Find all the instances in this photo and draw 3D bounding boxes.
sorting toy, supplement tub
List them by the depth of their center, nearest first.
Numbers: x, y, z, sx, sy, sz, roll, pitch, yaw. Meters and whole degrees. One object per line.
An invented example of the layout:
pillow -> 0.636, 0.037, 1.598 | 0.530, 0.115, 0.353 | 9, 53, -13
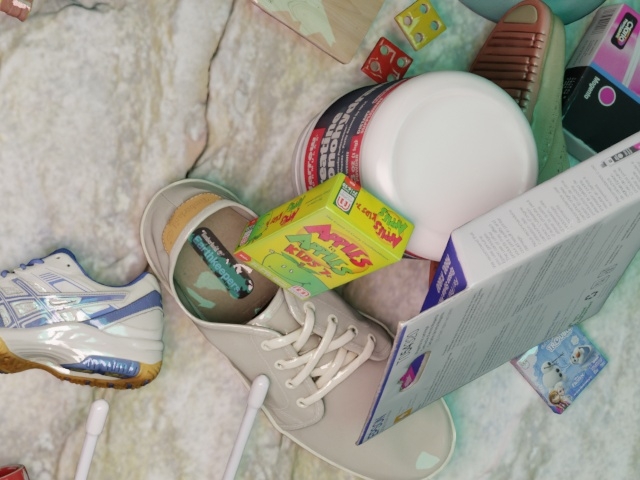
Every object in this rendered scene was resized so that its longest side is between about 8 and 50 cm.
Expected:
supplement tub -> 0.090, -0.075, 1.513 | 0.191, 0.272, 0.191 | 0, 91, -20
sorting toy -> 0.009, -0.280, 1.599 | 0.275, 0.046, 0.132 | 32, 80, -18

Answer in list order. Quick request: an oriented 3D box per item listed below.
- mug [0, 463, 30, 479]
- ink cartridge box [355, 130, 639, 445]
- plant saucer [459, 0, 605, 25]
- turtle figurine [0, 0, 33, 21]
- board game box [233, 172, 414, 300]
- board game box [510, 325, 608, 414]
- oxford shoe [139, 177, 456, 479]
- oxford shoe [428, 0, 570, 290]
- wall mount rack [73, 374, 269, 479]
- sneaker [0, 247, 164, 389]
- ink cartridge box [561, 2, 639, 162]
mug -> -0.340, 0.327, 1.452 | 0.150, 0.113, 0.169 | -16, 93, -21
ink cartridge box -> 0.176, 0.052, 1.421 | 0.330, 0.324, 0.071 | -25, 68, -18
plant saucer -> 0.256, -0.410, 1.690 | 0.318, 0.044, 0.317 | 0, 91, -21
turtle figurine -> -0.385, -0.313, 1.430 | 0.217, 0.087, 0.269 | 13, 87, -20
board game box -> 0.000, 0.000, 1.398 | 0.092, 0.181, 0.043 | 36, 60, -19
board game box -> 0.288, 0.147, 1.725 | 0.090, 0.020, 0.090 | -46, 104, -13
oxford shoe -> -0.019, 0.113, 1.546 | 0.169, 0.130, 0.449 | -45, 105, -7
oxford shoe -> 0.231, -0.075, 1.649 | 0.147, 0.140, 0.396 | 9, 98, -26
wall mount rack -> -0.149, 0.306, 1.462 | 0.350, 0.130, 0.304 | -4, 82, -43
sneaker -> -0.306, 0.069, 1.475 | 0.297, 0.112, 0.130 | 12, 70, -22
ink cartridge box -> 0.450, -0.115, 1.760 | 0.371, 0.069, 0.175 | 34, 80, -20
